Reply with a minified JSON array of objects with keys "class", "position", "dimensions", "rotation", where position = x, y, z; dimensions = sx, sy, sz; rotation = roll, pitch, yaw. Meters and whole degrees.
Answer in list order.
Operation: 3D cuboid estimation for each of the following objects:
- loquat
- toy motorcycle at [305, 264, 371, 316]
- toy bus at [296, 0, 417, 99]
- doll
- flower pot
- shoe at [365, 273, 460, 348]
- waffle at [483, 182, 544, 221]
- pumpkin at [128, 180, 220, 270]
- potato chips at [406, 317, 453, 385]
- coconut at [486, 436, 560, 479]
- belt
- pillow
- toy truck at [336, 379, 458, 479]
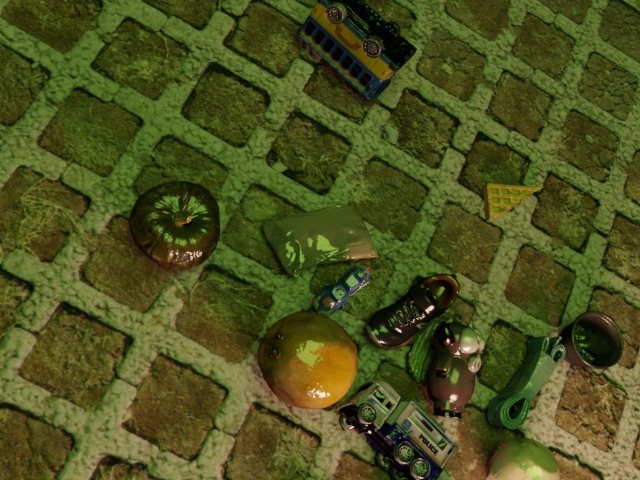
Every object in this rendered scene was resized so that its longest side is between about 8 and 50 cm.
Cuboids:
[{"class":"loquat","position":[-0.028,0.277,1.762],"dimensions":[0.239,0.193,0.238],"rotation":[-3,97,-26]},{"class":"toy motorcycle","position":[0.037,0.134,1.871],"dimensions":[0.205,0.114,0.076],"rotation":[-37,86,-24]},{"class":"toy bus","position":[0.100,-0.545,2.079],"dimensions":[0.288,0.175,0.138],"rotation":[43,49,-2]},{"class":"doll","position":[0.330,0.310,1.890],"dimensions":[0.117,0.182,0.257],"rotation":[9,80,30]},{"class":"flower pot","position":[0.719,0.275,2.055],"dimensions":[0.158,0.107,0.157],"rotation":[4,73,-14]},{"class":"shoe","position":[0.246,0.173,1.915],"dimensions":[0.291,0.137,0.114],"rotation":[-34,85,-24]},{"class":"waffle","position":[0.556,-0.102,2.164],"dimensions":[0.191,0.032,0.125],"rotation":[4,70,-16]},{"class":"pumpkin","position":[-0.335,-0.036,1.781],"dimensions":[0.219,0.162,0.218],"rotation":[7,71,-21]},{"class":"potato chips","position":[0.285,0.269,1.954],"dimensions":[0.092,0.028,0.207],"rotation":[38,69,-10]},{"class":"coconut","position":[0.482,0.575,1.852],"dimensions":[0.171,0.182,0.170],"rotation":[29,25,-15]},{"class":"belt","position":[0.538,0.364,1.983],"dimensions":[0.087,0.072,0.302],"rotation":[42,65,-4]},{"class":"pillow","position":[0.000,0.000,1.930],"dimensions":[0.270,0.067,0.173],"rotation":[-15,72,-22]},{"class":"toy truck","position":[0.181,0.447,1.813],"dimensions":[0.268,0.124,0.155],"rotation":[46,58,-2]}]
